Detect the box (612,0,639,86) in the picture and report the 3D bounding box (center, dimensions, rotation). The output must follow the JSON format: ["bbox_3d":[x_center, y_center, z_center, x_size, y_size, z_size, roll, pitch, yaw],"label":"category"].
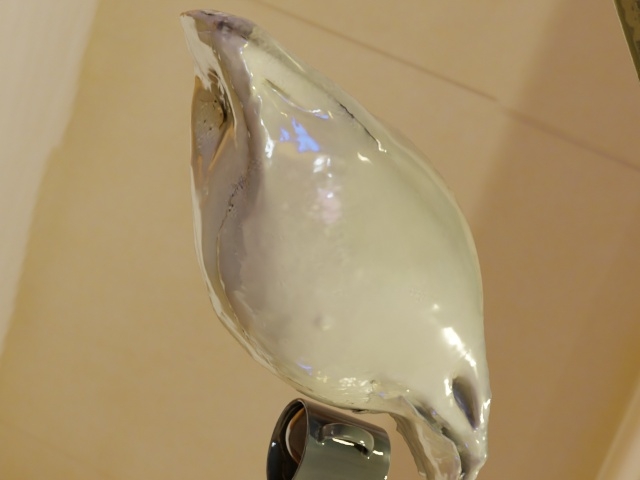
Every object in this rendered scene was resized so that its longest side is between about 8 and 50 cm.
[{"bbox_3d":[0.293,-0.098,1.147,0.270,0.045,0.211,70,22,-10],"label":"box"}]

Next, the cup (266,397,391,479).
[{"bbox_3d":[0.012,0.167,1.149,0.100,0.077,0.078,-39,-141,56],"label":"cup"}]

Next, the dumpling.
[{"bbox_3d":[-0.002,-0.002,1.002,0.181,0.341,0.260,-52,-163,2],"label":"dumpling"}]
